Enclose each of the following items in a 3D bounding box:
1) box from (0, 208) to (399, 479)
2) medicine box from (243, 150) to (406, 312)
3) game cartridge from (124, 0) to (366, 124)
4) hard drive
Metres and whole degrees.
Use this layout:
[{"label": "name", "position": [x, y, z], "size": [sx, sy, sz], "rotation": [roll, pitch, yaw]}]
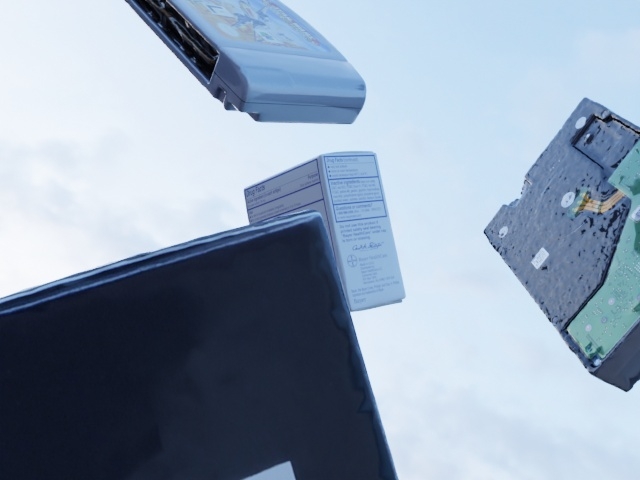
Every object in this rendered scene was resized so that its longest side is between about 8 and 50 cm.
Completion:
[{"label": "box", "position": [-0.130, 0.247, 0.680], "size": [0.297, 0.480, 0.472], "rotation": [-17, 4, -19]}, {"label": "medicine box", "position": [0.000, 0.000, 1.304], "size": [0.149, 0.289, 0.263], "rotation": [-7, -5, -39]}, {"label": "game cartridge", "position": [-0.088, -0.233, 0.761], "size": [0.297, 0.198, 0.062], "rotation": [48, -50, 29]}, {"label": "hard drive", "position": [0.338, -0.016, 0.802], "size": [0.064, 0.339, 0.237], "rotation": [26, -70, -18]}]
